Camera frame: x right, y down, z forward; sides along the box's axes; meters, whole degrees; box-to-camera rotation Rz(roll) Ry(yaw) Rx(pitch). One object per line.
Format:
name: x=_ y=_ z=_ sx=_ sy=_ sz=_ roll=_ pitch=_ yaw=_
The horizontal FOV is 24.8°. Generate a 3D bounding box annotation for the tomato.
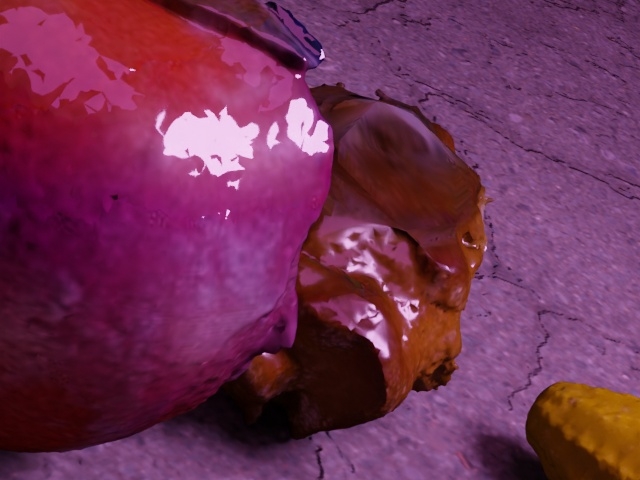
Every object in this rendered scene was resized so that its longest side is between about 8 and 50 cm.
tomato: x=-0.174 y=-0.025 z=0.666 sx=0.335 sy=0.289 sz=0.176 roll=41 pitch=36 yaw=17

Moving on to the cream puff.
cream puff: x=0.000 y=0.000 z=0.888 sx=0.241 sy=0.155 sz=0.269 roll=39 pitch=34 yaw=22

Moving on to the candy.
candy: x=0.206 y=0.152 z=0.864 sx=0.199 sy=0.106 sz=0.094 roll=36 pitch=-10 yaw=22
